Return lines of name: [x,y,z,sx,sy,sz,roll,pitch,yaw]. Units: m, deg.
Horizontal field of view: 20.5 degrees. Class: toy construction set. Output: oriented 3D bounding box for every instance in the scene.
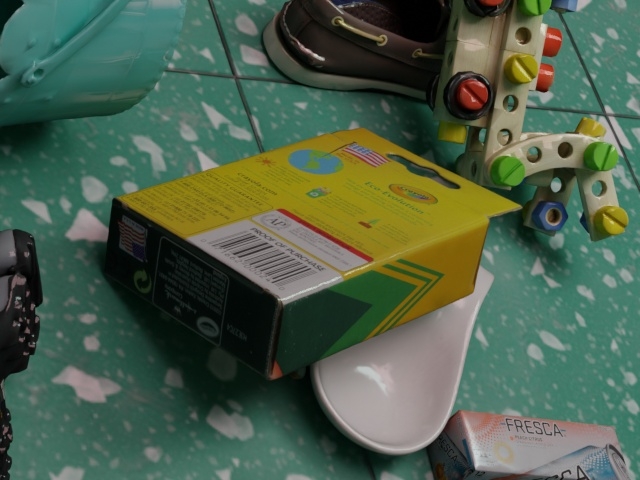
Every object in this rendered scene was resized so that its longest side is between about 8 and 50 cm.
toy construction set: [0.218,-0.171,1.769,0.215,0.151,0.327,9,78,-17]

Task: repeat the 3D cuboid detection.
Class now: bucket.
bucket: [-0.249,-0.223,1.451,0.183,0.281,0.281,-4,60,-42]

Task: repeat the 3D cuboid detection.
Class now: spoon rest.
spoon rest: [0.084,0.087,1.579,0.137,0.084,0.276,43,41,0]

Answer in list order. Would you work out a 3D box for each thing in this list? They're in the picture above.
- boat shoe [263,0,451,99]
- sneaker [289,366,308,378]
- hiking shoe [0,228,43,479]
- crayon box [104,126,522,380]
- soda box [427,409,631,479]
boat shoe: [0.096,-0.216,1.820,0.324,0.096,0.116,0,57,-37]
sneaker: [-0.017,0.083,1.543,0.037,0.032,0.083,9,53,-32]
hiking shoe: [-0.290,0.125,1.275,0.132,0.113,0.304,6,54,4]
crayon box: [0.000,0.000,1.523,0.202,0.081,0.319,30,34,34]
soda box: [0.187,0.198,1.586,0.183,0.058,0.063,9,52,-31]
